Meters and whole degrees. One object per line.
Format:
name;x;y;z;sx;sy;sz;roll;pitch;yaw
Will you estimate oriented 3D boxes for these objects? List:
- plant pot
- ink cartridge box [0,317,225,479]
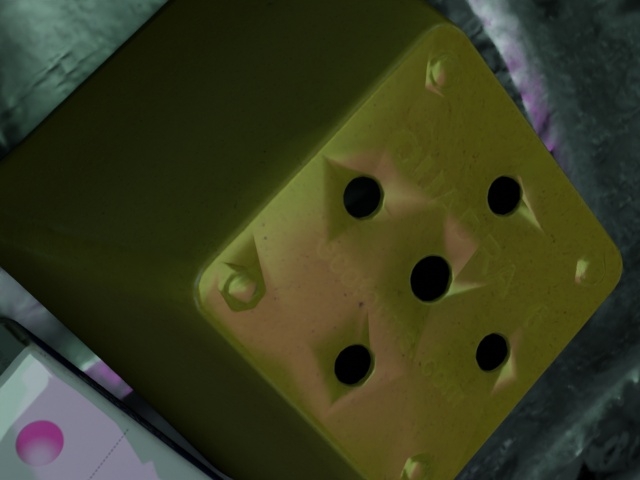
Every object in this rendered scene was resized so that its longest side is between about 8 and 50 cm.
plant pot;0.000;0.000;0.498;0.212;0.187;0.212;-47;116;-11
ink cartridge box;-0.135;0.262;0.547;0.324;0.071;0.330;43;78;-27
